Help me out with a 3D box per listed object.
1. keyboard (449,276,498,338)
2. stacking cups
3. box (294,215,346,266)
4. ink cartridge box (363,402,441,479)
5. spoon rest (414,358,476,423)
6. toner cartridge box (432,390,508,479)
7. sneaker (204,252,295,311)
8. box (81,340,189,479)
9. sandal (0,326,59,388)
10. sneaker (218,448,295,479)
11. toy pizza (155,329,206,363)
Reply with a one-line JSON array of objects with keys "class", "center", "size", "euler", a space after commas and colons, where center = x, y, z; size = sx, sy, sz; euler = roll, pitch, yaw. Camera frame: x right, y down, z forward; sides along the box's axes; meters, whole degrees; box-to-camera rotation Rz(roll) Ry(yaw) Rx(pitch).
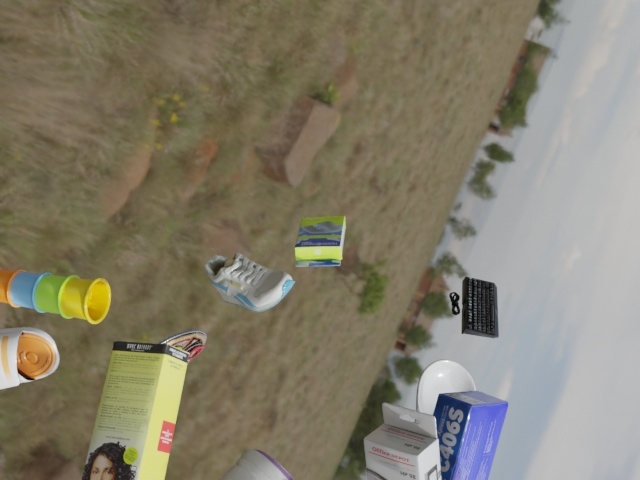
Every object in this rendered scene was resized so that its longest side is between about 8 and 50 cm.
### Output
[{"class": "keyboard", "center": [0.335, 0.142, 1.855], "size": [0.180, 0.108, 0.023], "euler": [-76, 173, -53]}, {"class": "stacking cups", "center": [-0.595, 0.108, 1.742], "size": [0.096, 0.316, 0.095], "euler": [5, 90, -75]}, {"class": "box", "center": [0.000, 0.000, 1.981], "size": [0.178, 0.109, 0.042], "euler": [-80, 166, -62]}, {"class": "ink cartridge box", "center": [0.127, 0.351, 1.309], "size": [0.060, 0.104, 0.180], "euler": [-25, 115, -47]}, {"class": "spoon rest", "center": [0.228, 0.373, 1.787], "size": [0.276, 0.137, 0.084], "euler": [-49, -175, -20]}, {"class": "toner cartridge box", "center": [0.246, 0.461, 1.598], "size": [0.165, 0.075, 0.347], "euler": [12, 94, -52]}, {"class": "sneaker", "center": [-0.145, 0.077, 1.666], "size": [0.087, 0.229, 0.092], "euler": [-50, 122, -30]}, {"class": "box", "center": [-0.226, 0.239, 1.017], "size": [0.058, 0.087, 0.232], "euler": [42, 52, -57]}, {"class": "sandal", "center": [-0.565, 0.208, 1.413], "size": [0.076, 0.266, 0.101], "euler": [-71, 154, -63]}, {"class": "sneaker", "center": [-0.045, 0.429, 1.157], "size": [0.152, 0.305, 0.114], "euler": [-38, 142, -22]}, {"class": "toy pizza", "center": [-0.353, 0.281, 1.996], "size": [0.201, 0.032, 0.201], "euler": [-30, 158, -13]}]
